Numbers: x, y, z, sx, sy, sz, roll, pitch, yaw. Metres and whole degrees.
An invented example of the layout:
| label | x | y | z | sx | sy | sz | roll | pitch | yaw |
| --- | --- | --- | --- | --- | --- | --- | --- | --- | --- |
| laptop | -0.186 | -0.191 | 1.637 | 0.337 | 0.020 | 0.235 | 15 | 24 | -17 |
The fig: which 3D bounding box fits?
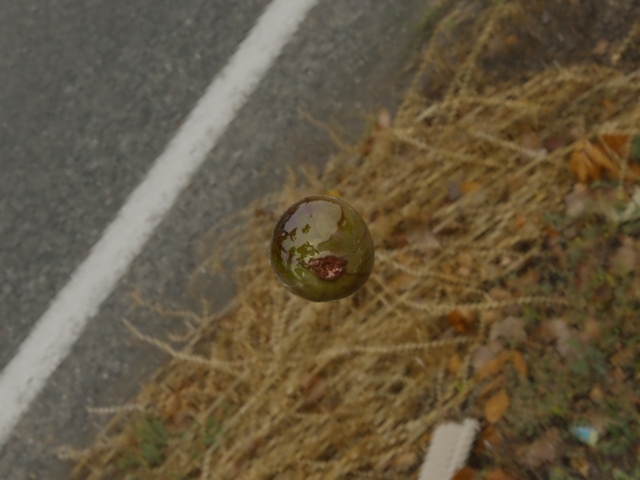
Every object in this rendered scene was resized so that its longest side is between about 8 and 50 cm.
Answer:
| label | x | y | z | sx | sy | sz | roll | pitch | yaw |
| --- | --- | --- | --- | --- | --- | --- | --- | --- | --- |
| fig | 0.000 | 0.000 | 0.606 | 0.050 | 0.050 | 0.083 | -36 | 13 | 7 |
